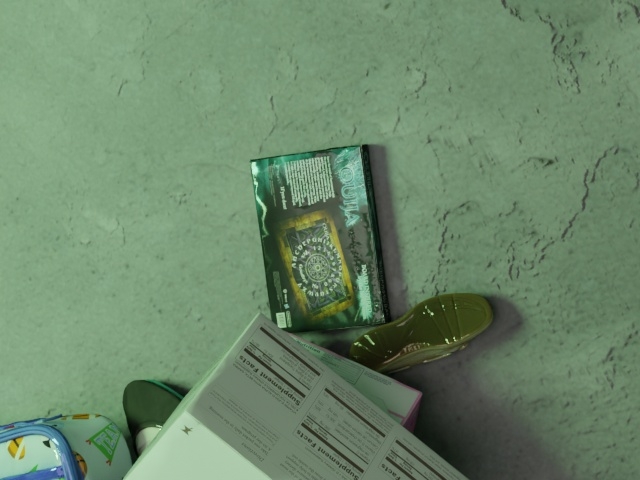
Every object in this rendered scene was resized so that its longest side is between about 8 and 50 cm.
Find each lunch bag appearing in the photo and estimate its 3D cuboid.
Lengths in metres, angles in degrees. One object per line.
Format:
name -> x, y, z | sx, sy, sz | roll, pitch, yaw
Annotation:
lunch bag -> -0.319, 0.308, 1.565 | 0.303, 0.115, 0.243 | -18, 87, 38

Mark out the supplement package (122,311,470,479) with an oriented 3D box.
supplement package -> -0.032, 0.239, 1.405 | 0.262, 0.145, 0.204 | 39, 138, -1

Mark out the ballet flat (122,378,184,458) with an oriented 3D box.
ballet flat -> -0.122, 0.257, 1.529 | 0.280, 0.096, 0.095 | 40, 129, 12

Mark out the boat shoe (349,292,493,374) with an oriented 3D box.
boat shoe -> 0.106, 0.098, 1.475 | 0.153, 0.048, 0.056 | -27, 63, 13

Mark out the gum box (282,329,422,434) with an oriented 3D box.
gum box -> 0.000, 0.170, 1.479 | 0.188, 0.062, 0.107 | 24, 136, 15

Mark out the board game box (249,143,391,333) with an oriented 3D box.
board game box -> 0.000, 0.000, 1.506 | 0.126, 0.026, 0.186 | -6, 93, 19
